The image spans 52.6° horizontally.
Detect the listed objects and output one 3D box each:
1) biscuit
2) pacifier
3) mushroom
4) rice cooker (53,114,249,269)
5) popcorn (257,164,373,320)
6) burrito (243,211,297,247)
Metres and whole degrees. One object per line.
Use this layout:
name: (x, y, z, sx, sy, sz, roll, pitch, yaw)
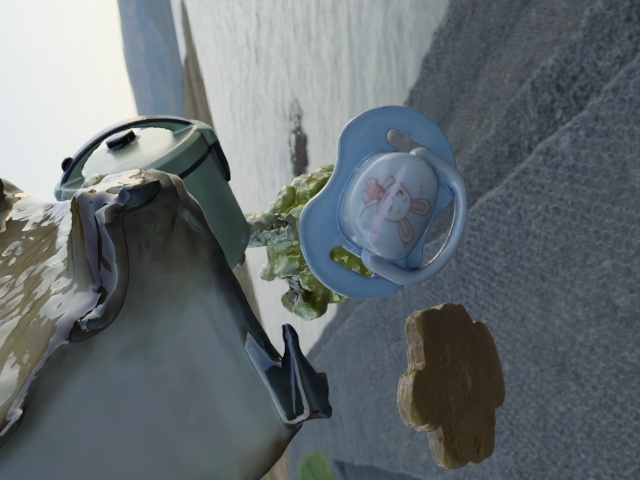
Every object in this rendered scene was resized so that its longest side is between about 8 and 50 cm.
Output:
biscuit: (0.221, 0.241, 1.083, 0.376, 0.051, 0.269, 0, -105, -56)
pacifier: (0.084, -0.055, 0.976, 0.287, 0.238, 0.226, -66, 22, 1)
mushroom: (-0.249, 0.076, 0.442, 0.397, 0.313, 0.224, 18, 136, 46)
rice cooker: (-0.223, -0.048, 0.888, 0.226, 0.226, 0.244, -122, 9, -66)
popcorn: (0.000, 0.000, 1.190, 0.235, 0.241, 0.250, -5, 114, 64)
burrito: (-0.127, -0.016, 1.046, 0.045, 0.188, 0.058, 57, -149, -58)
